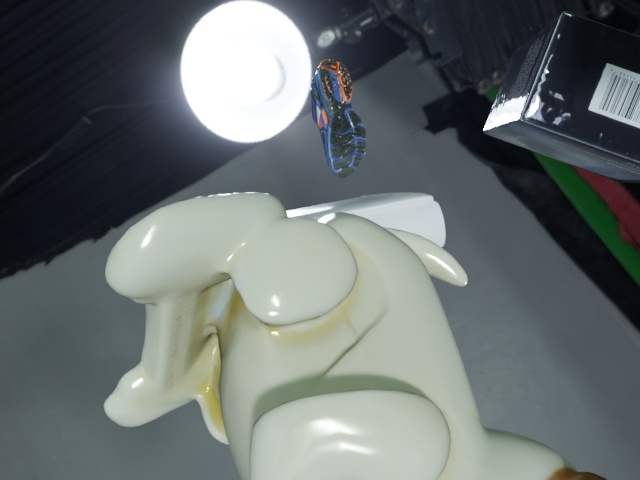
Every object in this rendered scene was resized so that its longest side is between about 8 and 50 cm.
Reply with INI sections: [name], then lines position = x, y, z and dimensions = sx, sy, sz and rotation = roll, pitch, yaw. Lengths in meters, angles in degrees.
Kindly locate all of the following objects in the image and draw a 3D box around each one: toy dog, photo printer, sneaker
[toy dog]
position = 0.051, 0.183, 0.520
dimensions = 0.395, 0.285, 0.408
rotation = -15, 53, -43
[photo printer]
position = 0.000, 0.000, 0.942
dimensions = 0.256, 0.307, 0.107
rotation = -171, -110, -72
[sneaker]
position = 0.028, -0.227, 1.159
dimensions = 0.087, 0.083, 0.221
rotation = 165, -82, -65

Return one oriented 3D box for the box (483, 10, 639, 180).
[box]
position = 0.471, -0.222, 1.034
dimensions = 0.296, 0.183, 0.294
rotation = 20, 8, 2
